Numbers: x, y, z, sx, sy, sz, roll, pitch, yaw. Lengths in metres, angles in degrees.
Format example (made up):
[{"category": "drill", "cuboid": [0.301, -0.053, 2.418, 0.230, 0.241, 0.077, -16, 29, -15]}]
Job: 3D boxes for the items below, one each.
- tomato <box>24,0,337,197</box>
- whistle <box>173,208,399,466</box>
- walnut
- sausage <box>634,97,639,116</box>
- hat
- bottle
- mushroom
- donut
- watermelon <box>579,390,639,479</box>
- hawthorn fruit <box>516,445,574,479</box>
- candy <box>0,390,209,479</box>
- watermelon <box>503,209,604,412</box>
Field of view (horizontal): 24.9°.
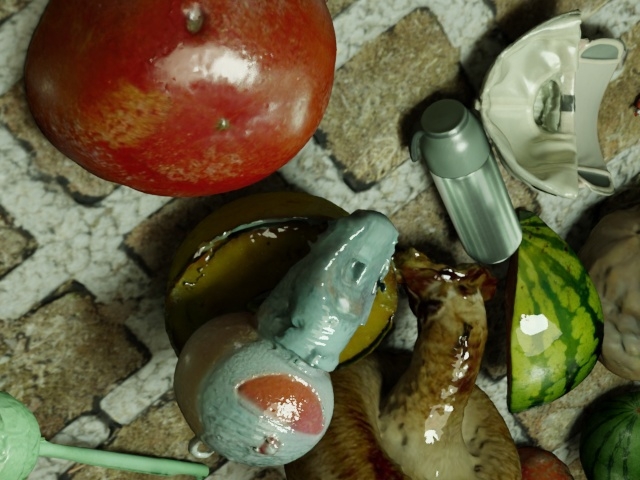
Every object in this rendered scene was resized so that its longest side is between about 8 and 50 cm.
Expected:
[{"category": "tomato", "cuboid": [-0.118, -0.158, 1.445, 0.338, 0.143, 0.338, -17, 132, -19]}, {"category": "whistle", "cuboid": [-0.031, 0.117, 1.570, 0.189, 0.189, 0.348, 25, 109, -44]}, {"category": "walnut", "cuboid": [0.469, 0.072, 1.971, 0.273, 0.227, 0.273, -12, 129, -15]}, {"category": "sausage", "cuboid": [0.509, -0.236, 1.885, 0.253, 0.034, 0.034, -37, 137, -3]}, {"category": "hat", "cuboid": [0.281, -0.160, 1.755, 0.226, 0.164, 0.219, -5, 99, -77]}, {"category": "bottle", "cuboid": [0.176, -0.068, 1.769, 0.096, 0.079, 0.253, -16, 140, 11]}, {"category": "mushroom", "cuboid": [0.143, 0.242, 1.844, 0.356, 0.334, 0.331, -35, 142, 18]}, {"category": "donut", "cuboid": [-0.053, 0.050, 1.675, 0.272, 0.107, 0.272, -7, 128, -9]}, {"category": "watermelon", "cuboid": [0.498, 0.337, 2.251, 0.188, 0.188, 0.214, -26, 130, -14]}, {"category": "hawthorn fruit", "cuboid": [0.288, 0.418, 2.193, 0.235, 0.181, 0.181, -31, 137, -9]}, {"category": "candy", "cuboid": [-0.280, 0.255, 1.729, 0.440, 0.119, 0.119, 18, 114, -50]}, {"category": "watermelon", "cuboid": [0.311, 0.122, 1.929, 0.129, 0.159, 0.303, -1, 128, 4]}]
